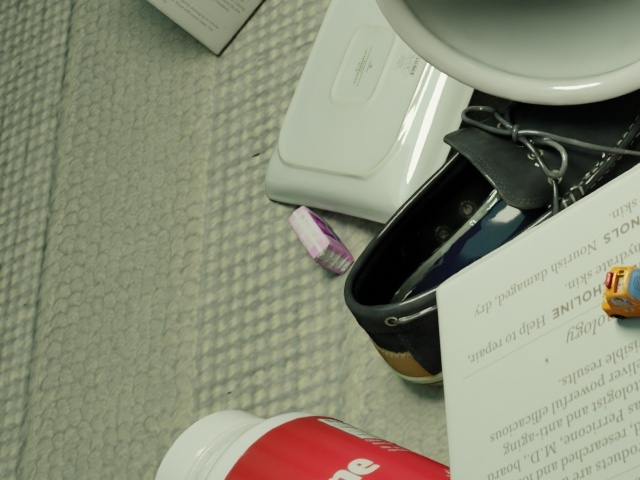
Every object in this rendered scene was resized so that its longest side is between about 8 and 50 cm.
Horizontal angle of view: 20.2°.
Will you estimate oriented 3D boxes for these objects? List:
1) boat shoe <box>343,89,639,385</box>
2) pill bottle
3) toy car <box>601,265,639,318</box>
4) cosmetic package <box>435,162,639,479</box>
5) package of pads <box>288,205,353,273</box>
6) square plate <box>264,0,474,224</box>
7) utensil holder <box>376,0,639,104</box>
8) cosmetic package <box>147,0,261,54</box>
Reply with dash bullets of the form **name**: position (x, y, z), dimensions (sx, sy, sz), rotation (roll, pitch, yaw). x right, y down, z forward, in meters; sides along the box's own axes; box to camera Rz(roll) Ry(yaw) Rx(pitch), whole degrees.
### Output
- **boat shoe**: position (0.216, -0.066, 1.846), dimensions (0.500, 0.156, 0.187), rotation (-47, 40, 7)
- **pill bottle**: position (0.022, 0.299, 1.734), dimensions (0.407, 0.229, 0.229), rotation (17, 77, 47)
- **toy car**: position (0.240, 0.001, 1.319), dimensions (0.060, 0.040, 0.122), rotation (20, 86, 55)
- **cosmetic package**: position (0.324, 0.186, 1.417), dimensions (0.327, 0.329, 0.394), rotation (-33, 46, 37)
- **package of pads**: position (0.000, 0.000, 2.081), dimensions (0.032, 0.050, 0.083), rotation (-46, 43, 10)
- **square plate**: position (0.068, -0.197, 2.073), dimensions (0.344, 0.049, 0.347), rotation (14, 81, 60)
- **utensil holder**: position (0.245, -0.383, 1.783), dimensions (0.327, 0.327, 0.385), rotation (-16, 40, 36)
- **cosmetic package**: position (-0.109, -0.455, 2.369), dimensions (0.365, 0.197, 0.155), rotation (-50, 41, 4)
